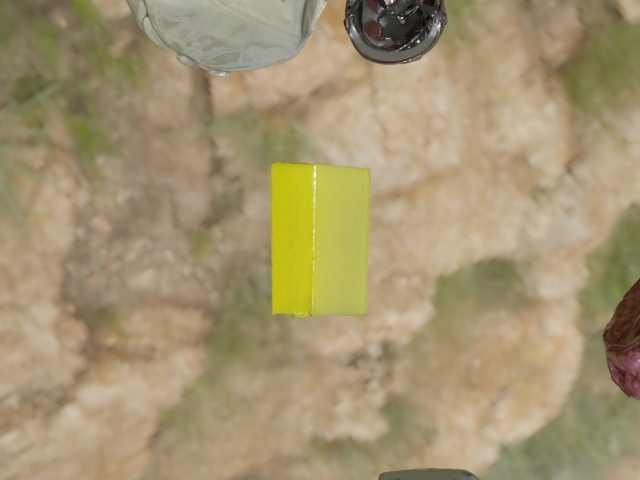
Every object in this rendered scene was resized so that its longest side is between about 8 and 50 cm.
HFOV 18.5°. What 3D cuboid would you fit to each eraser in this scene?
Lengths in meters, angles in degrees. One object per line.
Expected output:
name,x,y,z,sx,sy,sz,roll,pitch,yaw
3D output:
eraser,0.000,0.000,1.553,0.045,0.122,0.097,1,-179,27

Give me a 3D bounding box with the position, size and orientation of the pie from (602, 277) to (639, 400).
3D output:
pie,0.249,0.030,1.198,0.182,0.049,0.182,-40,-171,8

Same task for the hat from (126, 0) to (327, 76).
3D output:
hat,-0.043,-0.239,1.637,0.214,0.149,0.245,21,159,-26

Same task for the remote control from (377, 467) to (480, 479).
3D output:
remote control,0.083,0.364,1.965,0.123,0.285,0.038,-9,146,37

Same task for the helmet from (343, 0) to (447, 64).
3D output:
helmet,0.074,-0.212,1.868,0.098,0.123,0.070,-2,163,12
